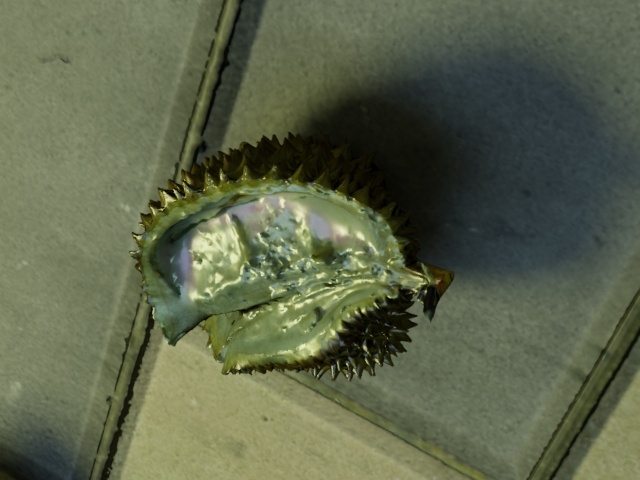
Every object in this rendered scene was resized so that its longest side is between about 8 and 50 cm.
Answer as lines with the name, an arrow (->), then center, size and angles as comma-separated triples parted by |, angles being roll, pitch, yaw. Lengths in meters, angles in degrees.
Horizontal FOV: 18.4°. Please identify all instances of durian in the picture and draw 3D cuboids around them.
durian -> 0.000, 0.000, 1.328 | 0.237, 0.138, 0.193 | 7, 128, 32
